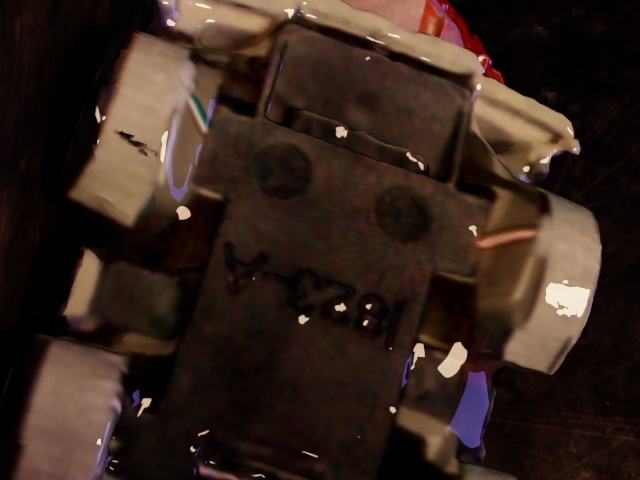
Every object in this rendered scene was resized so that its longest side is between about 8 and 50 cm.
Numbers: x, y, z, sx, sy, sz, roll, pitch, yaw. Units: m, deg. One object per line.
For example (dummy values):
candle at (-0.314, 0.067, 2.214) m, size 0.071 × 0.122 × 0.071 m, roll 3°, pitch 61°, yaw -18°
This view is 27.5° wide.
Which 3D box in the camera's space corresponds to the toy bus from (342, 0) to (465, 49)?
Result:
toy bus at (0.000, 0.000, 0.774) m, size 0.147 × 0.127 × 0.303 m, roll 68°, pitch 35°, yaw -72°

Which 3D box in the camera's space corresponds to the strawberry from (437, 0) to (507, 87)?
strawberry at (0.052, -0.113, 1.002) m, size 0.205 × 0.205 × 0.244 m, roll 50°, pitch 30°, yaw -84°

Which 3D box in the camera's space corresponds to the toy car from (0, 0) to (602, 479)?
toy car at (-0.020, 0.043, 0.465) m, size 0.158 × 0.172 × 0.235 m, roll 132°, pitch -24°, yaw -71°
